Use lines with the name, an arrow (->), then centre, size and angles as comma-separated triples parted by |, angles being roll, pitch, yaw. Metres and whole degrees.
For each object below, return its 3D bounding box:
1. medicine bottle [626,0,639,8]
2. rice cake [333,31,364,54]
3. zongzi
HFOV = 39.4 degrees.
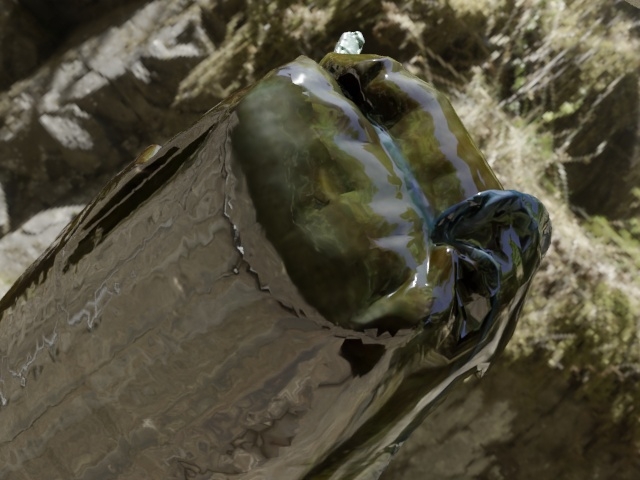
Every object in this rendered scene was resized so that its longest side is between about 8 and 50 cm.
medicine bottle -> 0.554, -0.500, 1.327 | 0.224, 0.224, 0.384 | 46, -1, 10
rice cake -> 0.010, -0.181, 1.068 | 0.034, 0.211, 0.043 | 27, -43, -6
zongzi -> 0.007, 0.048, 0.551 | 0.403, 0.432, 0.207 | -40, -108, 35
